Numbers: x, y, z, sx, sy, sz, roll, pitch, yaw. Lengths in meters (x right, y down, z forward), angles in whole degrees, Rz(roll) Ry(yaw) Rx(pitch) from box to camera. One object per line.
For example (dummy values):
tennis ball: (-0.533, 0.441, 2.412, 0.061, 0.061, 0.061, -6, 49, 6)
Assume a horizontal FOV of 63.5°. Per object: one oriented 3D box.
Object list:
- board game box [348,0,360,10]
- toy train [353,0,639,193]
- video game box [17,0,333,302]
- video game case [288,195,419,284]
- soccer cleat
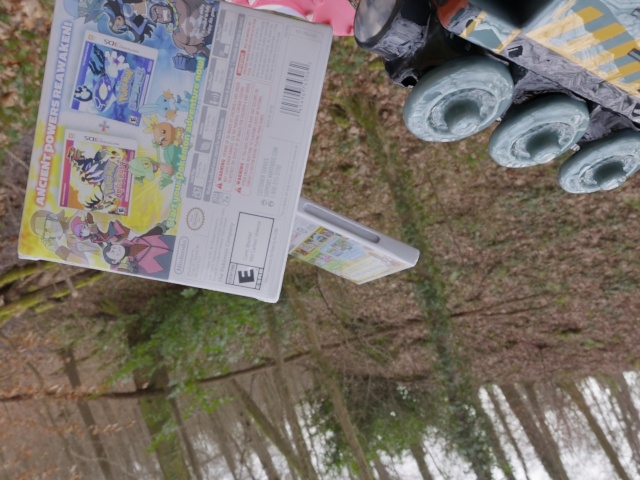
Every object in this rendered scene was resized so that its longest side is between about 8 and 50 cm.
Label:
board game box: (0.116, -0.291, 0.549, 0.170, 0.141, 0.048, -40, -173, 10)
toy train: (0.192, -0.149, 0.385, 0.334, 0.142, 0.190, 11, 145, -30)
video game box: (-0.103, -0.071, 0.378, 0.187, 0.204, 0.048, 12, -174, -8)
video game case: (0.000, 0.000, 0.716, 0.227, 0.207, 0.026, 141, -28, -73)
soccer cleat: (-0.036, -0.376, 0.783, 0.248, 0.095, 0.083, 8, 129, -11)
